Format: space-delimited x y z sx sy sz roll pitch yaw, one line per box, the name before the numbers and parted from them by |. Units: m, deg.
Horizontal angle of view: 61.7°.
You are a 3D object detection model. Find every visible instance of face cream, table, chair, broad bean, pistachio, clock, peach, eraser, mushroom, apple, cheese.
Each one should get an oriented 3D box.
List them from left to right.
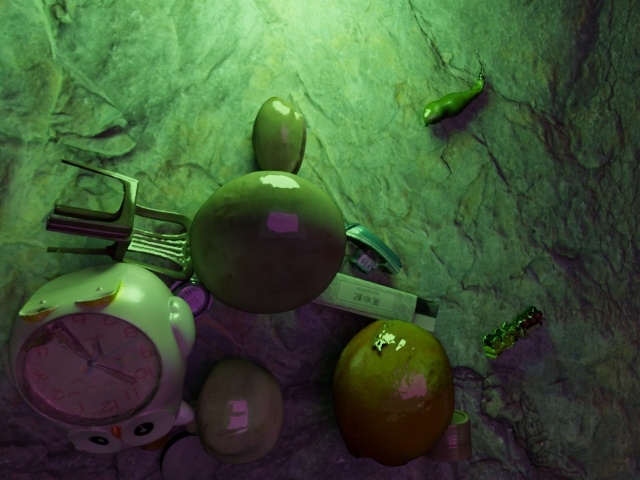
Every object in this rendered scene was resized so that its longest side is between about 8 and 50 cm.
clock | -0.433 0.242 1.112 0.369 0.250 0.376 -13 112 -6
chair | -0.406 -0.031 1.164 0.327 0.183 0.175 10 59 -25
apple | -0.389 0.442 1.239 0.071 0.084 0.083 13 83 -51
cheese | -0.337 0.157 1.284 0.191 0.042 0.105 -38 104 -20
table | -0.317 0.530 1.290 0.134 0.043 0.133 0 90 -25
mushroom | -0.214 0.399 1.263 0.235 0.254 0.260 -4 103 18
mushroom | -0.122 -0.007 1.258 0.363 0.294 0.362 -5 125 -7
pistachio | -0.106 -0.252 1.351 0.144 0.144 0.215 0 96 -25
eraser | 0.136 0.164 1.476 0.404 0.098 0.096 17 82 -24
peach | 0.192 0.396 1.391 0.373 0.290 0.372 -10 101 -58
face cream | 0.358 0.559 1.549 0.149 0.149 0.104 -4 90 -25
broad bean | 0.410 -0.434 1.637 0.098 0.056 0.318 49 66 -10

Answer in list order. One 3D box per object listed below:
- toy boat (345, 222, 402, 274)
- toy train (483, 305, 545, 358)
toy boat | 0.129 0.039 1.480 0.215 0.088 0.102 42 77 -20
toy train | 0.630 0.295 1.736 0.250 0.053 0.085 -24 108 -24
